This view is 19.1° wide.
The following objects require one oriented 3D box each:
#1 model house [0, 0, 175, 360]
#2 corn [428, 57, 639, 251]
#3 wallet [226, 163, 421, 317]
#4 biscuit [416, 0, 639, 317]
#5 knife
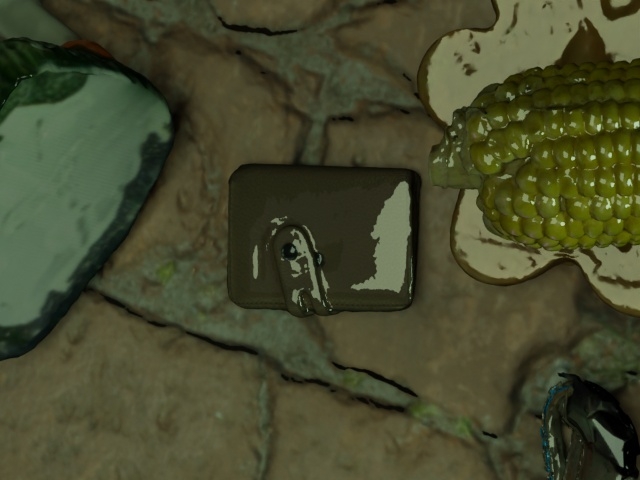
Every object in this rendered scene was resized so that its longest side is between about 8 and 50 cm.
[{"bbox_3d":[-0.302,-0.096,1.496,0.301,0.190,0.271,44,111,28],"label":"model house"},{"bbox_3d":[0.245,-0.058,1.255,0.347,0.130,0.130,-1,94,11],"label":"corn"},{"bbox_3d":[0.000,0.000,1.445,0.152,0.039,0.118,0,92,18],"label":"wallet"},{"bbox_3d":[0.207,-0.127,1.352,0.275,0.052,0.355,9,96,15],"label":"biscuit"},{"bbox_3d":[0.180,0.277,1.403,0.089,0.043,0.365,20,105,51],"label":"knife"}]
